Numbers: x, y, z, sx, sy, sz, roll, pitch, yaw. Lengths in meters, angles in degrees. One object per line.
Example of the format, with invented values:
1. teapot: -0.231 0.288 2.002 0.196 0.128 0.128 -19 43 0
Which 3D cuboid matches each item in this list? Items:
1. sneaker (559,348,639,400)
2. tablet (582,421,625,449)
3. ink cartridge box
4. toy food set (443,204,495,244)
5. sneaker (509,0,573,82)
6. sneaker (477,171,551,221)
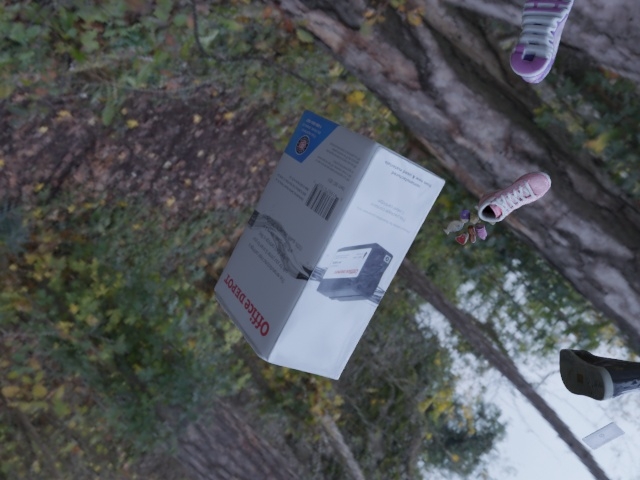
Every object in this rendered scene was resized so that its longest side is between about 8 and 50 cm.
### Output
1. sneaker: 0.552 0.260 1.361 0.222 0.118 0.083 -139 -134 -83
2. tablet: 0.643 0.445 1.597 0.083 0.054 0.006 -39 -154 22
3. ink cartridge box: 0.000 0.000 0.977 0.307 0.129 0.223 -62 -147 8
4. toy food set: 0.320 -0.024 1.521 0.019 0.078 0.122 -46 177 -35
5. sneaker: 0.473 -0.437 1.498 0.104 0.095 0.236 36 74 -61
6. sneaker: 0.333 -0.070 1.221 0.134 0.051 0.070 -23 -163 36
